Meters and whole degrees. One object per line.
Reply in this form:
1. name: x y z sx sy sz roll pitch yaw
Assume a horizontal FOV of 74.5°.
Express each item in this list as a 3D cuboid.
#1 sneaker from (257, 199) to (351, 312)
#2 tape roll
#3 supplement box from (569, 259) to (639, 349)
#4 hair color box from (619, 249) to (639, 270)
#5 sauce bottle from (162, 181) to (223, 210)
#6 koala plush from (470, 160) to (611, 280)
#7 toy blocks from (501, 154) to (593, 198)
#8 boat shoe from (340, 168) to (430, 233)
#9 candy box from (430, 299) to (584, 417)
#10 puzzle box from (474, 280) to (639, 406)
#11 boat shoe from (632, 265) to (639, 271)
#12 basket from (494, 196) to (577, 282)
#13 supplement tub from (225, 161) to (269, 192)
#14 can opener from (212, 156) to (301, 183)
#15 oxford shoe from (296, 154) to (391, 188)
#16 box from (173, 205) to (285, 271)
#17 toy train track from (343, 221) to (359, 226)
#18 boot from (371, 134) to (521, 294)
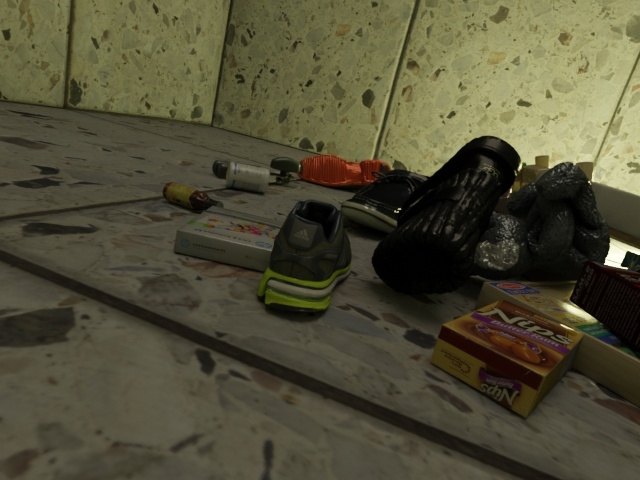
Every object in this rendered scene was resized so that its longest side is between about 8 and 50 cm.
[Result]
1. sneaker: 0.000 0.000 0.611 0.111 0.121 0.300 15 15 3
2. tape roll: 0.640 -0.040 0.886 0.392 0.072 0.392 22 12 -5
3. supplement box: 0.447 0.105 0.521 0.130 0.073 0.239 12 15 -5
4. hair color box: 0.827 0.135 0.874 0.174 0.105 0.347 10 15 -12
5. sauce bottle: -0.254 -0.083 0.841 0.128 0.042 0.042 19 16 21
6. koala plush: 0.362 0.004 0.757 0.221 0.203 0.196 -23 -9 2
7. toy blocks: 0.593 -0.097 1.256 0.309 0.260 0.288 -8 16 2
8. boat shoe: 0.207 -0.116 1.149 0.187 0.155 0.500 23 19 26
9. candy box: 0.224 0.125 0.493 0.109 0.053 0.187 25 17 38
10. puzzle box: 0.481 0.139 0.663 0.409 0.052 0.272 3 18 -34
11. boat shoe: 0.542 0.074 0.691 0.228 0.081 0.079 11 15 -9
12. basket: 0.475 0.007 0.960 0.205 0.154 0.227 17 18 -10
13. supplement tub: -0.200 -0.171 1.151 0.107 0.071 0.071 9 16 -21
14. can opener: -0.198 -0.226 1.331 0.281 0.093 0.074 -3 23 -34
15. oxford shoe: 0.084 -0.245 1.643 0.364 0.129 0.132 6 -17 -3
16. box: -0.135 -0.008 0.686 0.145 0.038 0.186 13 16 -2
17. toy train track: 0.057 -0.050 1.047 0.083 0.014 0.048 17 16 9
18. boot: 0.181 -0.001 0.730 0.131 0.348 0.260 33 61 7
